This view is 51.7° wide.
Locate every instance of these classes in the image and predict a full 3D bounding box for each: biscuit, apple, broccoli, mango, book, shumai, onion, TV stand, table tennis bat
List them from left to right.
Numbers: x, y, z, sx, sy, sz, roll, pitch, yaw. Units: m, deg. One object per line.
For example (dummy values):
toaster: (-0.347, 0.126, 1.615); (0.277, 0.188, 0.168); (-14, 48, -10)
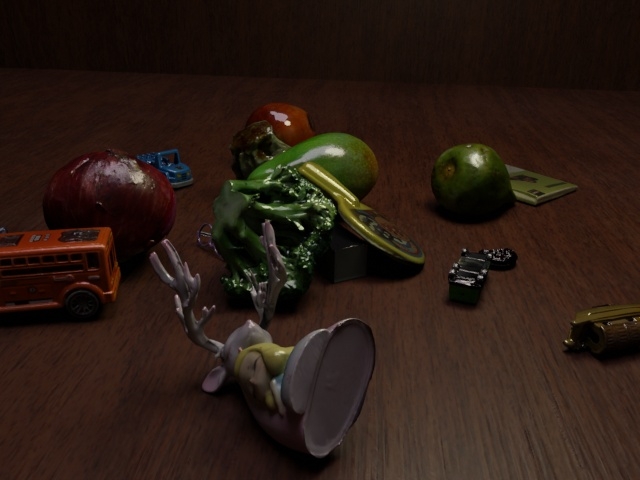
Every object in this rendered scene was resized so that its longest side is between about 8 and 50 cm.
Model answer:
onion: (-0.443, -0.076, 1.411); (0.276, 0.277, 0.276); (1, 23, -1)
broccoli: (-0.100, -0.018, 1.322); (0.265, 0.295, 0.245); (-14, -24, 40)
shumai: (-0.125, -0.236, 1.849); (0.225, 0.222, 0.260); (10, 25, 20)
apple: (-0.123, -0.330, 2.077); (0.229, 0.230, 0.230); (1, 23, -1)
mango: (-0.017, -0.160, 1.684); (0.381, 0.201, 0.225); (-13, -15, -30)
TV stand: (0.000, 0.000, 1.491); (0.088, 0.083, 0.269); (-11, 27, -28)
table tennis bat: (0.091, -0.061, 1.498); (0.368, 0.054, 0.224); (41, 18, 19)
biscuit: (0.400, 0.038, 1.493); (0.087, 0.027, 0.089); (12, 26, 20)
book: (0.569, -0.190, 2.023); (0.239, 0.035, 0.352); (-16, 29, -39)

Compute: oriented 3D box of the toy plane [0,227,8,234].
toy plane: (-0.722, 0.028, 1.280); (0.078, 0.169, 0.246); (42, 14, -1)

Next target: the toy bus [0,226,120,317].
toy bus: (-0.551, 0.060, 1.228); (0.328, 0.153, 0.143); (-5, 22, -9)

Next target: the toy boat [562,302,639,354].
toy boat: (0.537, 0.158, 1.182); (0.225, 0.068, 0.088); (-4, 29, -20)

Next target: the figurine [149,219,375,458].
figurine: (-0.079, 0.126, 0.981); (0.315, 0.285, 0.206); (8, 20, 45)

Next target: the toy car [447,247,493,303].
toy car: (0.311, 0.071, 1.367); (0.071, 0.063, 0.165); (11, 25, 20)

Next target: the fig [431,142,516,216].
fig: (0.441, -0.150, 1.782); (0.274, 0.206, 0.206); (16, 15, -29)

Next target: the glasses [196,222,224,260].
glasses: (-0.212, 0.005, 1.536); (0.139, 0.063, 0.103); (24, 10, 41)

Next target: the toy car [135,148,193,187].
toy car: (-0.467, -0.220, 1.946); (0.191, 0.100, 0.097); (20, 26, 28)
